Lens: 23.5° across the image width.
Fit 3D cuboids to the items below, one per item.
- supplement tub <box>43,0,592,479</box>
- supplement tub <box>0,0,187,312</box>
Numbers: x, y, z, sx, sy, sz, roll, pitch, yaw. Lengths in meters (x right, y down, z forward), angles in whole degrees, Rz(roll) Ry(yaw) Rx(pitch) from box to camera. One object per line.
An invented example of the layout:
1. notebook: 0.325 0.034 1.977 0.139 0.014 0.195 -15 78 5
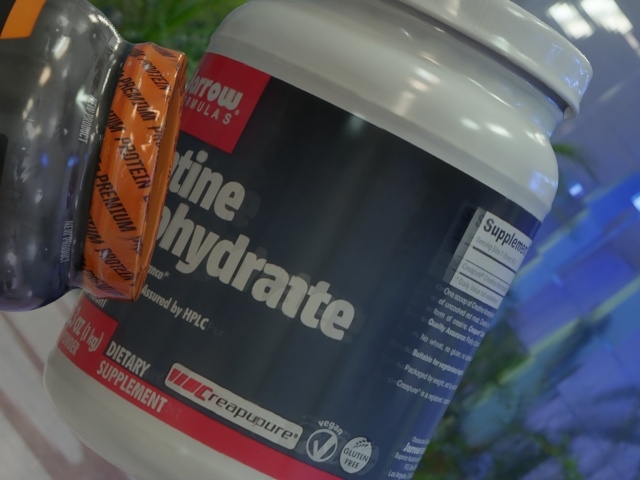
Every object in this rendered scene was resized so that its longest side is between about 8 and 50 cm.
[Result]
1. supplement tub: 0.000 0.000 0.769 0.191 0.272 0.191 27 0 0
2. supplement tub: -0.148 -0.041 0.541 0.190 0.117 0.117 12 6 -3
